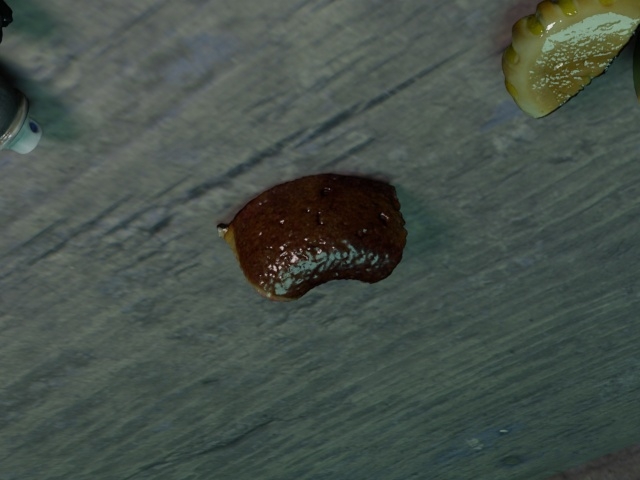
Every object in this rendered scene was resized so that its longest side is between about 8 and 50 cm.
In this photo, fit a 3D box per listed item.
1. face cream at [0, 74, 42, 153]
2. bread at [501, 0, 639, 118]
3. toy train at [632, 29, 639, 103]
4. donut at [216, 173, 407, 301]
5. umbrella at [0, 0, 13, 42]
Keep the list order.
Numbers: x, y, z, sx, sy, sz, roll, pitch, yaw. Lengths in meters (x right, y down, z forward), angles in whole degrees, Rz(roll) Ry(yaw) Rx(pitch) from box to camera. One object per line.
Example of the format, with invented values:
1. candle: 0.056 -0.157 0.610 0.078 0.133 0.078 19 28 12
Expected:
1. face cream: -0.344 -0.149 0.649 0.073 0.073 0.283 -28 145 19
2. bread: 0.231 -0.194 0.798 0.095 0.083 0.157 3 141 -21
3. toy train: 0.483 -0.187 0.863 0.296 0.100 0.161 -2 -175 -27
4. donut: -0.007 -0.003 0.964 0.187 0.126 0.144 7 134 -30
5. umbrella: -0.326 -0.212 0.564 0.059 0.066 0.236 -34 144 21
